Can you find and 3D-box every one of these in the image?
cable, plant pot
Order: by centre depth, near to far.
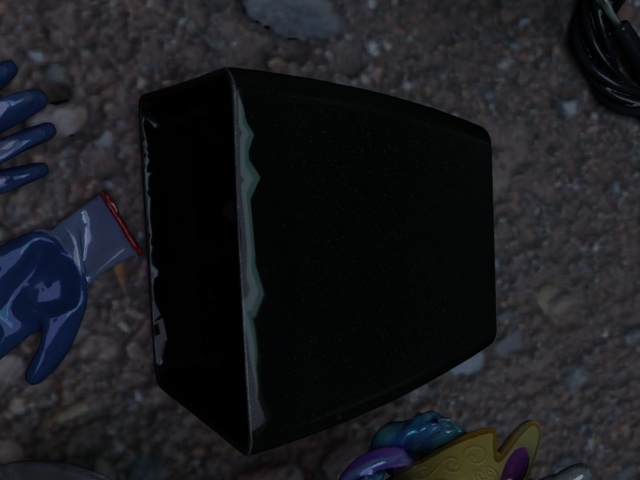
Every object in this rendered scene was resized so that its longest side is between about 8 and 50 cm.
[{"bbox_3d":[0.000,0.000,0.562,0.167,0.188,0.187,-5,95,-23],"label":"plant pot"},{"bbox_3d":[0.270,-0.149,0.665,0.184,0.047,0.151,12,92,-13],"label":"cable"}]

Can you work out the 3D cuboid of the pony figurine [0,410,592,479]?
[{"bbox_3d":[-0.045,0.255,0.465,0.303,0.351,0.363,47,44,-18],"label":"pony figurine"}]

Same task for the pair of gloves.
[{"bbox_3d":[-0.210,-0.007,0.594,0.159,0.023,0.198,-35,99,-5],"label":"pair of gloves"}]
